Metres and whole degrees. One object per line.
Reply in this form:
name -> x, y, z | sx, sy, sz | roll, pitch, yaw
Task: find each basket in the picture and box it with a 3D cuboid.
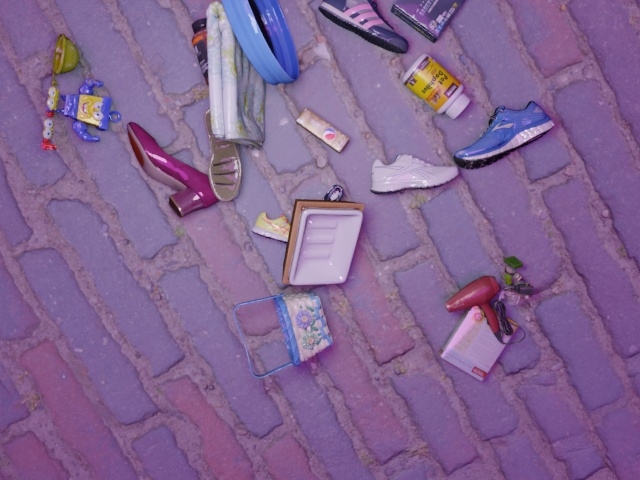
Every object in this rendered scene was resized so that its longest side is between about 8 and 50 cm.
basket -> -0.123, 0.292, 1.557 | 0.289, 0.201, 0.254 | -18, 97, -8

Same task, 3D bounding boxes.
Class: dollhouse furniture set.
dollhouse furniture set -> 0.669, 0.135, 1.625 | 0.076, 0.058, 0.151 | -17, 115, -5

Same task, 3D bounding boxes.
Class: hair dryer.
hair dryer -> 0.560, 0.228, 1.561 | 0.294, 0.080, 0.223 | 11, 93, 2

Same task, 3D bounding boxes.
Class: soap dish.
soap dish -> 0.000, 0.000, 1.502 | 0.229, 0.118, 0.290 | 0, 119, -24

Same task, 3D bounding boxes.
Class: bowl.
bowl -> -0.179, -0.644, 1.373 | 0.077, 0.391, 0.391 | -18, 96, 16

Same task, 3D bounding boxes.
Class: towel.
towel -> -0.242, -0.473, 1.420 | 0.090, 0.320, 0.374 | -1, 96, 9

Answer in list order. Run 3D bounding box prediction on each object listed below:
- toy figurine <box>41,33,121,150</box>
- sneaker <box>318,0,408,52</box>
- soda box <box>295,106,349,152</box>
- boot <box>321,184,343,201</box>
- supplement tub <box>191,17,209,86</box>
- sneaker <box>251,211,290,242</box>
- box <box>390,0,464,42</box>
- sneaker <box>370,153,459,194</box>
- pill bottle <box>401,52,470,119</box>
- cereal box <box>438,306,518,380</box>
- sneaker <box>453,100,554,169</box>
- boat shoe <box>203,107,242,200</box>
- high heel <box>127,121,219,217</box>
toy figurine -> -0.772, -0.455, 1.545 | 0.217, 0.191, 0.362 | 8, 89, -31
sneaker -> 0.158, -0.718, 1.495 | 0.319, 0.112, 0.131 | 28, 98, -4
soda box -> 0.008, -0.364, 1.558 | 0.181, 0.061, 0.058 | 36, 95, -3
boot -> 0.017, -0.103, 1.573 | 0.069, 0.086, 0.190 | 25, 96, -2
supplement tub -> -0.349, -0.607, 1.513 | 0.106, 0.106, 0.197 | -18, 96, 2
sneaker -> -0.123, -0.040, 1.587 | 0.209, 0.081, 0.094 | 18, 85, -6
box -> 0.367, -0.792, 1.511 | 0.183, 0.059, 0.232 | 36, 95, -2
sneaker -> 0.309, -0.227, 1.551 | 0.297, 0.111, 0.129 | -6, 90, 0
pill bottle -> 0.376, -0.493, 1.513 | 0.215, 0.117, 0.117 | 40, 95, -4
cereal box -> 0.549, 0.345, 1.635 | 0.173, 0.047, 0.240 | 31, 96, -1
sneaker -> 0.581, -0.348, 1.539 | 0.330, 0.130, 0.147 | -27, 81, 0
boat shoe -> -0.313, -0.281, 1.548 | 0.113, 0.103, 0.302 | -4, 95, 1
high heel -> -0.488, -0.260, 1.576 | 0.181, 0.127, 0.377 | -33, 89, -29
